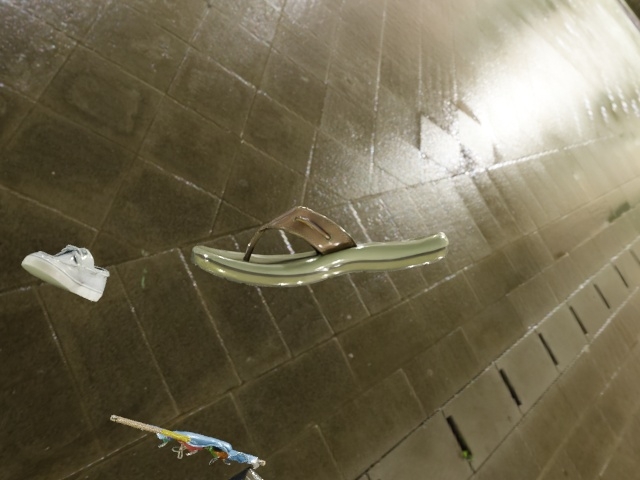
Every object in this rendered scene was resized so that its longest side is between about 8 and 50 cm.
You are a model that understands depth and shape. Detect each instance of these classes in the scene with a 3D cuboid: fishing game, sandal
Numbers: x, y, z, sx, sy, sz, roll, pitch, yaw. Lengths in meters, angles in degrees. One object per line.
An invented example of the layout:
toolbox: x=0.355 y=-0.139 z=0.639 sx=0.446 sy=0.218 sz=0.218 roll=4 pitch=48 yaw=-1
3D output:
fishing game: x=-0.187 y=0.322 z=0.800 sx=0.264 sy=0.189 sz=0.041 roll=63 pitch=39 yaw=-58
sandal: x=0.001 y=0.000 z=0.616 sx=0.303 sy=0.120 sz=0.086 roll=-6 pitch=95 yaw=-12

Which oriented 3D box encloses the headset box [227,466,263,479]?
headset box: x=-0.124 y=0.464 z=0.634 sx=0.246 sy=0.131 sz=0.283 roll=30 pitch=27 yaw=32

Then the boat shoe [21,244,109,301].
boat shoe: x=-0.455 y=0.049 z=0.948 sx=0.079 sy=0.227 sz=0.081 roll=20 pitch=74 yaw=7
